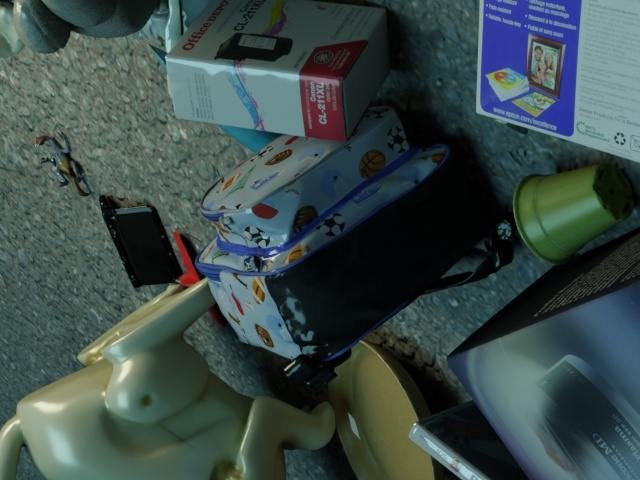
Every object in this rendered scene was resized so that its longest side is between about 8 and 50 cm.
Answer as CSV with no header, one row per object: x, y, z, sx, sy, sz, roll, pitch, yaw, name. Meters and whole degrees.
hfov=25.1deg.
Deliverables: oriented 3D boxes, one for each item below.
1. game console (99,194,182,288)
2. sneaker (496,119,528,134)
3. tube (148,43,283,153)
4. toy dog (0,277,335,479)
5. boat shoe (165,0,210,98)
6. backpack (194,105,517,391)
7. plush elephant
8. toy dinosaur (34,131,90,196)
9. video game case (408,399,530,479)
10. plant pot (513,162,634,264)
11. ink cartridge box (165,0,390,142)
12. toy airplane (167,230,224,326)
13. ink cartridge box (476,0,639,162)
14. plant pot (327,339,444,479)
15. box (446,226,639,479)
-0.244,-0.004,1.947,0.107,0.071,0.122,-120,10,-64,game console
0.188,-0.117,1.229,0.035,0.031,0.083,33,148,-21,sneaker
-0.089,-0.131,1.457,0.207,0.052,0.080,31,-169,-43,tube
-0.152,0.293,1.737,0.408,0.395,0.284,54,153,-5,toy dog
-0.101,-0.277,1.424,0.099,0.116,0.319,4,130,-3,boat shoe
0.000,0.000,1.390,0.213,0.276,0.263,62,155,-6,backpack
-0.293,-0.310,1.452,0.255,0.272,0.330,12,161,15,plush elephant
-0.362,-0.107,1.979,0.082,0.047,0.090,55,166,35,toy dinosaur
0.207,0.213,1.382,0.183,0.201,0.023,36,116,27,video game case
0.222,-0.030,1.228,0.079,0.083,0.083,-24,101,46,plant pot
-0.038,-0.163,1.330,0.175,0.127,0.072,9,132,19,ink cartridge box
-0.150,0.060,1.866,0.151,0.028,0.151,35,146,27,toy airplane
0.212,-0.173,1.103,0.206,0.045,0.208,23,127,40,ink cartridge box
0.079,0.219,1.658,0.236,0.032,0.236,45,145,44,plant pot
0.307,0.142,1.176,0.296,0.183,0.294,55,151,-1,box
